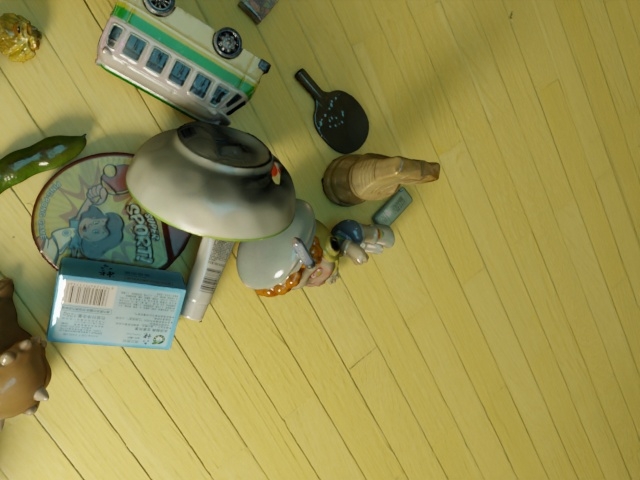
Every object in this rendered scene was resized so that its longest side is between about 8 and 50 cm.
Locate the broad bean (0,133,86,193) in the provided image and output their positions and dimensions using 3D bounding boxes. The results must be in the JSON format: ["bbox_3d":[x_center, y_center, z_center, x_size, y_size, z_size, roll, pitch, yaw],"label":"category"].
[{"bbox_3d":[-0.548,-0.135,1.013,0.254,0.046,0.065,-37,98,-17],"label":"broad bean"}]

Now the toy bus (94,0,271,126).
[{"bbox_3d":[-0.271,-0.352,1.080,0.305,0.143,0.179,26,84,-26],"label":"toy bus"}]

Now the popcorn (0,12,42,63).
[{"bbox_3d":[-0.543,-0.367,0.982,0.084,0.084,0.084,-2,94,-26],"label":"popcorn"}]

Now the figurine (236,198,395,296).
[{"bbox_3d":[-0.016,0.010,1.242,0.381,0.224,0.205,-3,72,-49],"label":"figurine"}]

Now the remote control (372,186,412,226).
[{"bbox_3d":[0.182,-0.079,1.387,0.124,0.018,0.053,-47,112,-15],"label":"remote control"}]

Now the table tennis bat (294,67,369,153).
[{"bbox_3d":[0.026,-0.309,1.297,0.234,0.022,0.131,46,75,-24],"label":"table tennis bat"}]

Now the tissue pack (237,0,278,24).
[{"bbox_3d":[-0.132,-0.524,1.195,0.063,0.035,0.083,42,78,-23],"label":"tissue pack"}]

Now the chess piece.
[{"bbox_3d":[0.126,-0.143,1.201,0.137,0.301,0.137,0,91,-25],"label":"chess piece"}]

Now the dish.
[{"bbox_3d":[-0.186,-0.140,1.027,0.324,0.324,0.124,4,124,-26],"label":"dish"}]

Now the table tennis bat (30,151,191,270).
[{"bbox_3d":[-0.356,-0.049,1.113,0.414,0.051,0.268,-10,100,-23],"label":"table tennis bat"}]

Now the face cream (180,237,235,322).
[{"bbox_3d":[-0.233,0.050,1.150,0.092,0.058,0.244,20,93,-47],"label":"face cream"}]

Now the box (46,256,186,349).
[{"bbox_3d":[-0.393,0.125,1.064,0.232,0.083,0.143,10,109,-27],"label":"box"}]

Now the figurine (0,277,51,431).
[{"bbox_3d":[-0.573,0.203,0.953,0.177,0.173,0.247,-14,100,-24],"label":"figurine"}]
